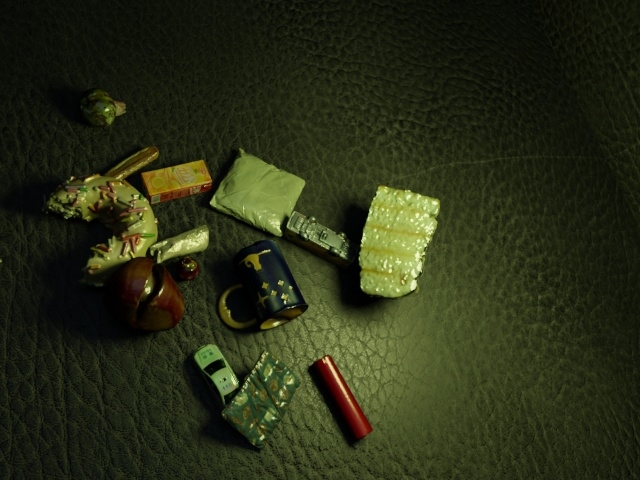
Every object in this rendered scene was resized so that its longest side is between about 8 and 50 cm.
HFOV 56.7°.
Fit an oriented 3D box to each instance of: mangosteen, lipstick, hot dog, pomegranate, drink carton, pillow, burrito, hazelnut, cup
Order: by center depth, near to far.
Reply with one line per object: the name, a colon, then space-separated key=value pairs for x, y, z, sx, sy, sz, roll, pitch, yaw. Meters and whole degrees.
hazelnut: x=-0.527 y=0.167 z=1.801 sx=0.251 sy=0.217 sz=0.217 roll=40 pitch=56 yaw=-31
pillow: x=-0.174 y=0.484 z=1.822 sx=0.189 sy=0.034 sz=0.256 roll=47 pitch=57 yaw=-24
lipstick: x=0.069 y=0.502 z=1.911 sx=0.073 sy=0.073 sz=0.280 roll=-25 pitch=76 yaw=-26
cup: x=-0.206 y=0.153 z=1.927 sx=0.254 sy=0.178 sz=0.256 roll=-19 pitch=71 yaw=-26
mangosteen: x=-0.438 y=0.092 z=1.936 sx=0.080 sy=0.081 sz=0.081 roll=7 pitch=64 yaw=-15
burrito: x=-0.461 y=0.018 z=1.944 sx=0.226 sy=0.060 sz=0.087 roll=-22 pitch=109 yaw=-43
hot dog: x=-0.653 y=-0.258 z=2.050 sx=0.066 sy=0.047 sz=0.215 roll=37 pitch=60 yaw=18
drink carton: x=-0.499 y=-0.203 z=2.059 sx=0.222 sy=0.071 sz=0.096 roll=-16 pitch=70 yaw=-24
pomegranate: x=-0.758 y=-0.469 z=2.071 sx=0.163 sy=0.126 sz=0.138 roll=-29 pitch=64 yaw=-28
pillow: x=-0.219 y=-0.177 z=2.134 sx=0.280 sy=0.076 sz=0.274 roll=25 pitch=59 yaw=-6

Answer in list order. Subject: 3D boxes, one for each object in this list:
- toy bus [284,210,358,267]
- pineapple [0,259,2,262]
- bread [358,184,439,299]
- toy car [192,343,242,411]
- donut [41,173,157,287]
toy bus: x=0.000 y=0.000 z=2.104 sx=0.268 sy=0.106 sz=0.092 roll=27 pitch=60 yaw=-6
pineapple: x=-1.016 y=0.061 z=1.773 sx=0.114 sy=0.077 sz=0.114 roll=-13 pitch=74 yaw=-37
bread: x=0.265 y=0.029 z=2.087 sx=0.239 sy=0.264 sz=0.396 roll=13 pitch=80 yaw=9
toy car: x=-0.311 y=0.421 z=1.824 sx=0.090 sy=0.076 sz=0.224 roll=-28 pitch=77 yaw=-25
donut: x=-0.675 y=-0.051 z=1.885 sx=0.307 sy=0.150 sz=0.371 roll=-24 pitch=76 yaw=-30
